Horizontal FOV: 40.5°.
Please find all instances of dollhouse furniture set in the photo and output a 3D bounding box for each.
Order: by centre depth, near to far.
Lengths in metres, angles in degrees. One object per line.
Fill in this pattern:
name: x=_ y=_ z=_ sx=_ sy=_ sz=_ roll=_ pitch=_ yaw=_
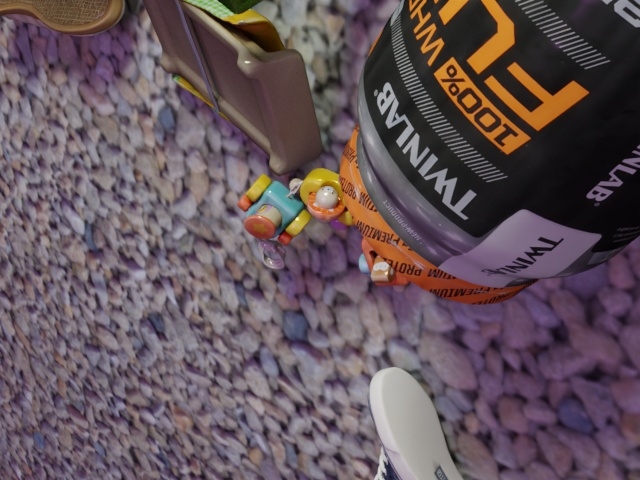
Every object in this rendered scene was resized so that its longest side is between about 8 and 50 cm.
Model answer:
dollhouse furniture set: x=-0.052 y=-0.221 z=0.686 sx=0.197 sy=0.151 sz=0.302 roll=44 pitch=164 yaw=27

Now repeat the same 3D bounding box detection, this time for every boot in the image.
boot: x=0.073 y=0.207 z=0.789 sx=0.086 sy=0.069 sz=0.190 roll=-20 pitch=99 yaw=44

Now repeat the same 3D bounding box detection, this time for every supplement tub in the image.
supplement tub: x=0.145 y=-0.109 z=0.462 sx=0.194 sy=0.193 sz=0.316 roll=49 pitch=136 yaw=13

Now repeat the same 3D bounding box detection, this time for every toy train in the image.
toy train: x=0.000 y=0.000 z=0.733 sx=0.166 sy=0.046 sz=0.125 roll=2 pitch=125 yaw=29

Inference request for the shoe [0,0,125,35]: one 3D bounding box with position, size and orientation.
shoe: x=-0.272 y=-0.254 z=0.895 sx=0.219 sy=0.058 sz=0.077 roll=18 pitch=103 yaw=32
